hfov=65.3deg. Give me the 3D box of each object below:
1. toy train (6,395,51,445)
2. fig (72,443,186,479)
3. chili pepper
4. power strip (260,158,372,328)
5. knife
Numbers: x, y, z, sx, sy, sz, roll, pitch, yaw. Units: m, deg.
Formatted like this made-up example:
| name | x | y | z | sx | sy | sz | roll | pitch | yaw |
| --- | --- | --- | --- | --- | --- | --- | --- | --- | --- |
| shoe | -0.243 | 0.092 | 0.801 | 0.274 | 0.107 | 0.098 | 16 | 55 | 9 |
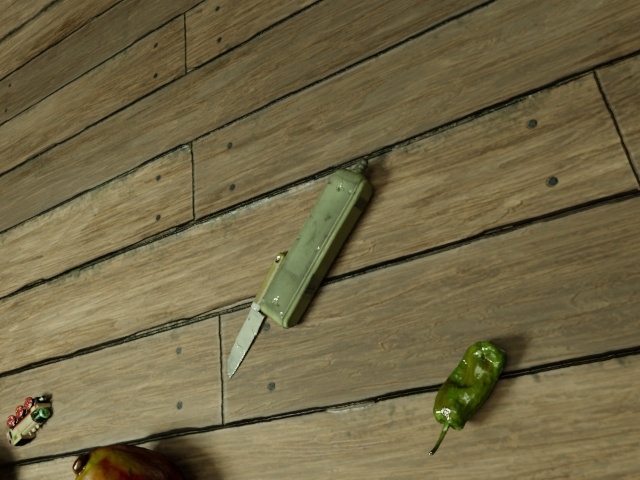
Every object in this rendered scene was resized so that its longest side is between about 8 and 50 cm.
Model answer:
| name | x | y | z | sx | sy | sz | roll | pitch | yaw |
| --- | --- | --- | --- | --- | --- | --- | --- | --- | --- |
| toy train | -0.771 | 0.475 | 1.324 | 0.138 | 0.050 | 0.087 | -44 | 62 | 8 |
| fig | -0.380 | 0.529 | 0.991 | 0.224 | 0.224 | 0.263 | -41 | 54 | 11 |
| chili pepper | 0.229 | 0.257 | 0.820 | 0.204 | 0.073 | 0.072 | -52 | 38 | -9 |
| power strip | 0.000 | 0.000 | 1.049 | 0.092 | 0.066 | 0.387 | 30 | 91 | 35 |
| knife | -0.141 | 0.164 | 1.094 | 0.047 | 0.017 | 0.297 | 25 | 86 | 27 |
